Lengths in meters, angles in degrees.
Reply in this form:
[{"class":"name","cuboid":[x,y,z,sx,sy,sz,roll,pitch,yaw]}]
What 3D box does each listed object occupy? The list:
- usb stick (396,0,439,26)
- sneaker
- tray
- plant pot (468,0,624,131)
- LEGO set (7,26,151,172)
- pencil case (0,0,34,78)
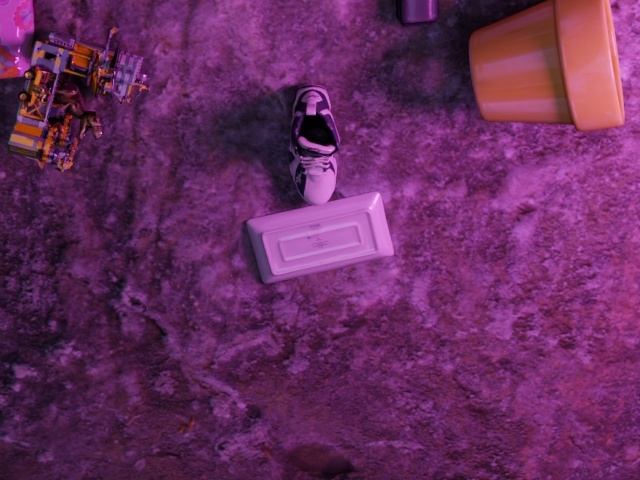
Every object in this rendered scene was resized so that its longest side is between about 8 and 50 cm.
[{"class":"usb stick","cuboid":[0.168,-0.513,1.861,0.077,0.045,0.278,-2,113,1]},{"class":"sneaker","cuboid":[-0.013,-0.156,1.957,0.094,0.153,0.235,4,113,-1]},{"class":"tray","cuboid":[0.000,0.000,2.093,0.270,0.030,0.145,-13,112,5]},{"class":"plant pot","cuboid":[0.393,-0.307,1.861,0.239,0.254,0.254,-7,115,20]},{"class":"LEGO set","cuboid":[-0.403,-0.237,1.849,0.192,0.331,0.255,16,92,-9]},{"class":"pencil case","cuboid":[-0.566,-0.424,1.857,0.124,0.124,0.284,0,113,-1]}]
